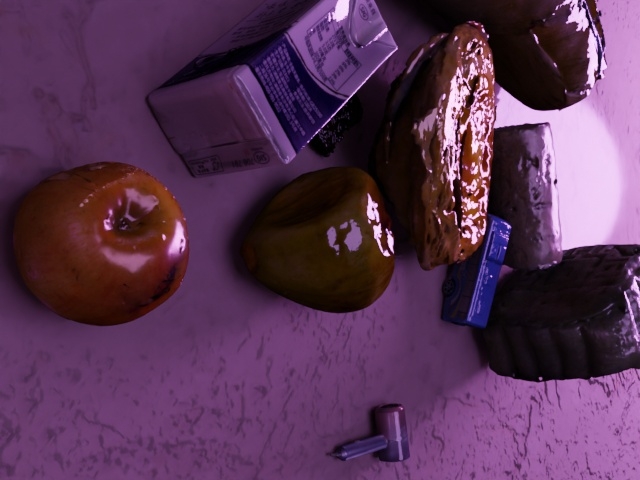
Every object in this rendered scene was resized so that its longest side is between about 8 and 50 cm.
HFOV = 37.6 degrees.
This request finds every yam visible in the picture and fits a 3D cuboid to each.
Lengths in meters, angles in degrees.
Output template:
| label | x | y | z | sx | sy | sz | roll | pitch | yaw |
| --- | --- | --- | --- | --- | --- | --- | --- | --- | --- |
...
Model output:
| label | x | y | z | sx | sy | sz | roll | pitch | yaw |
| --- | --- | --- | --- | --- | --- | --- | --- | --- | --- |
| yam | 0.271 | -0.060 | 1.272 | 0.107 | 0.107 | 0.194 | -14 | 98 | -46 |

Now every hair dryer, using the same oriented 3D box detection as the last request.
| label | x | y | z | sx | sy | sz | roll | pitch | yaw |
| --- | --- | --- | --- | --- | --- | --- | --- | --- | --- |
| hair dryer | 0.054 | 0.230 | 1.081 | 0.114 | 0.037 | 0.063 | -8 | 91 | -39 |

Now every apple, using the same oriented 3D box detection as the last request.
| label | x | y | z | sx | sy | sz | roll | pitch | yaw |
| --- | --- | --- | --- | --- | --- | --- | --- | --- | --- |
| apple | -0.177 | 0.003 | 0.783 | 0.146 | 0.146 | 0.147 | 4 | 85 | -46 |

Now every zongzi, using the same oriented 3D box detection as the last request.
| label | x | y | z | sx | sy | sz | roll | pitch | yaw |
| --- | --- | --- | --- | --- | --- | --- | --- | --- | --- |
| zongzi | 0.213 | -0.282 | 1.179 | 0.393 | 0.174 | 0.356 | -44 | 121 | -38 |

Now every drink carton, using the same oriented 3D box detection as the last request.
| label | x | y | z | sx | sy | sz | roll | pitch | yaw |
| --- | --- | --- | --- | --- | --- | --- | --- | --- | --- |
| drink carton | -0.042 | -0.168 | 0.931 | 0.222 | 0.134 | 0.102 | -50 | 119 | -36 |

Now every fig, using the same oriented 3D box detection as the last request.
| label | x | y | z | sx | sy | sz | roll | pitch | yaw |
| --- | --- | --- | --- | --- | --- | --- | --- | --- | --- |
| fig | 0.000 | 0.000 | 0.972 | 0.165 | 0.144 | 0.154 | -9 | 131 | -38 |

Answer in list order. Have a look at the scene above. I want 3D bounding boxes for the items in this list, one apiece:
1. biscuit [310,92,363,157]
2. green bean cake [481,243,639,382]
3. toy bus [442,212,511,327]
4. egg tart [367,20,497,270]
| label | x | y | z | sx | sy | sz | roll | pitch | yaw |
| --- | --- | --- | --- | --- | --- | --- | --- | --- | --- |
| biscuit | 0.015 | -0.139 | 1.065 | 0.087 | 0.027 | 0.089 | -5 | 90 | -45 |
| green bean cake | 0.347 | 0.097 | 1.258 | 0.227 | 0.222 | 0.125 | -38 | 114 | -45 |
| toy bus | 0.203 | 0.037 | 1.220 | 0.051 | 0.061 | 0.153 | 19 | 84 | -39 |
| egg tart | 0.133 | -0.114 | 1.111 | 0.297 | 0.132 | 0.297 | -38 | 134 | -55 |
